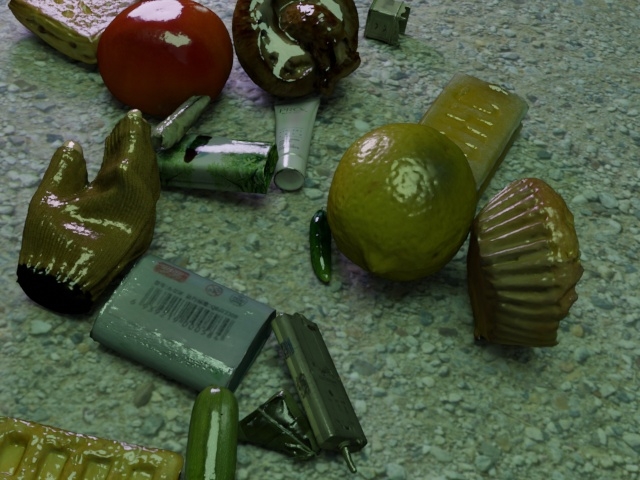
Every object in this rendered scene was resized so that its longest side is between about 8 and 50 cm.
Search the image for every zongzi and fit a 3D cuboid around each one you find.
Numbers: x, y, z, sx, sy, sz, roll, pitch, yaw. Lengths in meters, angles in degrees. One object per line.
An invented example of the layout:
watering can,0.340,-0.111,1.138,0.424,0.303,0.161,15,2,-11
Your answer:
zongzi,-0.067,0.287,1.239,0.119,0.055,0.109,-35,76,-7

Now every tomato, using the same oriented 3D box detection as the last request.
tomato,-0.293,-0.360,1.657,0.260,0.180,0.259,4,47,-4

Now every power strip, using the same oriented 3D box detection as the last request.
power strip,0.002,0.221,1.278,0.092,0.034,0.267,24,32,-48

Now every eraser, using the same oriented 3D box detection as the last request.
eraser,-0.205,0.130,1.324,0.227,0.081,0.174,24,55,11

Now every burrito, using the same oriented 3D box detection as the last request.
burrito,-0.244,-0.212,1.534,0.058,0.045,0.188,-13,28,32

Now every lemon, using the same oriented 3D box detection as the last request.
lemon,0.132,-0.063,1.423,0.268,0.267,0.267,4,50,-5

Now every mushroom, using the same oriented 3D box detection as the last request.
mushroom,-0.040,-0.396,1.708,0.263,0.195,0.283,-26,53,-18

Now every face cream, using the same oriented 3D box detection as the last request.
face cream,-0.049,-0.192,1.632,0.092,0.058,0.243,-4,46,6

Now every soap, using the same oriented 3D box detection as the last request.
soap,0.268,-0.192,1.653,0.174,0.089,0.274,26,53,13

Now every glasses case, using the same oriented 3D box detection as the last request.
glasses case,-0.217,-0.142,1.528,0.273,0.062,0.095,5,49,11

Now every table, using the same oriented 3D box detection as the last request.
table,0.144,-0.473,1.874,0.083,0.079,0.062,18,49,5

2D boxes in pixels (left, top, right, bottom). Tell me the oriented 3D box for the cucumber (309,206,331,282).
cucumber,0.000,0.000,1.488,0.039,0.039,0.167,3,52,-6

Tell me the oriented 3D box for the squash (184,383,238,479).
squash,-0.150,0.307,1.179,0.069,0.069,0.238,4,59,-5

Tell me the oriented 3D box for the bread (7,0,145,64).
bread,-0.487,-0.461,1.770,0.235,0.099,0.210,28,54,8

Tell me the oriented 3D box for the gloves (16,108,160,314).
gloves,-0.359,-0.051,1.401,0.203,0.155,0.356,11,69,22

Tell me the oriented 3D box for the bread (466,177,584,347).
bread,0.309,0.038,1.356,0.149,0.274,0.274,-6,51,-2

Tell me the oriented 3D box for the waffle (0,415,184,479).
waffle,-0.330,0.337,1.149,0.274,0.057,0.168,12,49,2
